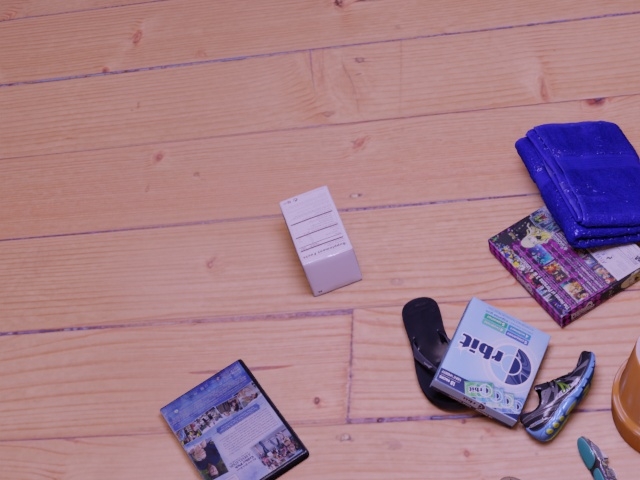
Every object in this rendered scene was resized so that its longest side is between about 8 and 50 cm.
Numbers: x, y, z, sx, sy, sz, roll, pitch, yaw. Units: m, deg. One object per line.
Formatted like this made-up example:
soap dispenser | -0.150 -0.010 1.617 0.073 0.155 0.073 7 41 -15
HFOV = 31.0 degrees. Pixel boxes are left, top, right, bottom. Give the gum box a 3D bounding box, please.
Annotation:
gum box | 0.299 0.211 2.017 0.157 0.041 0.184 27 60 4

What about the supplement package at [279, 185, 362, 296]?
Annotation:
supplement package | 0.000 0.000 2.264 0.105 0.105 0.179 -20 50 -1

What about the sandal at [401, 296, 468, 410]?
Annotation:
sandal | 0.204 0.201 2.080 0.097 0.054 0.254 -22 50 -3

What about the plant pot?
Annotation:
plant pot | 0.576 0.227 1.871 0.205 0.188 0.205 -8 50 9

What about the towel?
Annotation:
towel | 0.525 -0.118 2.195 0.228 0.076 0.308 -8 44 -9

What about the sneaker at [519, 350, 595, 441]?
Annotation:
sneaker | 0.409 0.255 1.973 0.078 0.067 0.188 32 69 27

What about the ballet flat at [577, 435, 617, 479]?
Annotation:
ballet flat | 0.459 0.370 1.892 0.041 0.041 0.114 -20 50 -1

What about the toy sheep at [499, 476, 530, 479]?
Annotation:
toy sheep | 0.327 0.434 1.843 0.091 0.091 0.132 -29 64 -9

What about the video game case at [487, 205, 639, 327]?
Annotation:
video game case | 0.465 0.027 2.157 0.210 0.041 0.232 -30 51 -11

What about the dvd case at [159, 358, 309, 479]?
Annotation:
dvd case | -0.158 0.346 2.083 0.180 0.022 0.253 -32 51 -12
